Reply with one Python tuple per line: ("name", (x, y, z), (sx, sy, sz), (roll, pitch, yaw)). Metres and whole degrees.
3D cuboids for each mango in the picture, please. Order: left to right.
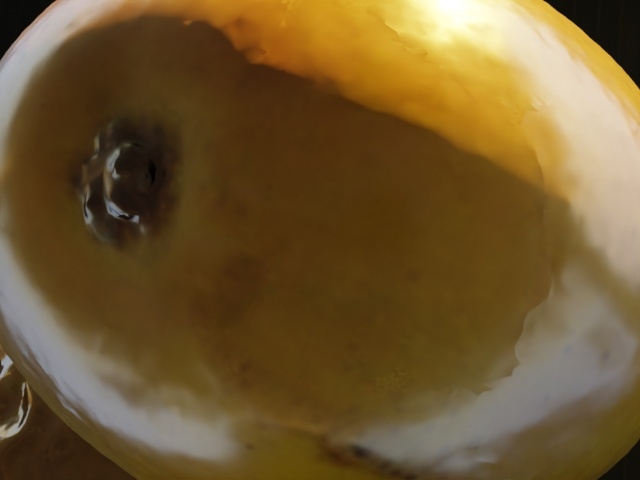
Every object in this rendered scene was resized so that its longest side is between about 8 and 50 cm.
("mango", (0.000, 0.000, 0.617), (0.300, 0.445, 0.232), (14, -92, 0))

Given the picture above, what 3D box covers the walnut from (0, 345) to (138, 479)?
("walnut", (-0.122, 0.160, 0.988), (0.308, 0.354, 0.397), (29, -92, -18))
